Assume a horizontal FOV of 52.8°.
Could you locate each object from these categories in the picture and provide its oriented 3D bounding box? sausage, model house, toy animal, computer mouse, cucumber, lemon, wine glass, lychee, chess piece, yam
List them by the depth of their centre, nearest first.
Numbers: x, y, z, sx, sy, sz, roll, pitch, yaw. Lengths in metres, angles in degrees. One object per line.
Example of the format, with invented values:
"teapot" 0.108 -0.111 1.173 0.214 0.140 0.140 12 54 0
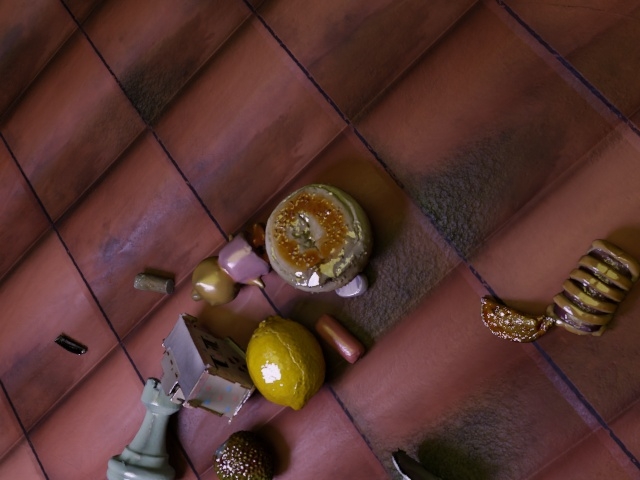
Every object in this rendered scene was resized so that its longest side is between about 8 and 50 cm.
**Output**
"wine glass" 0.154 0.697 1.564 0.190 0.190 0.357 38 95 23
"lemon" -0.091 0.318 1.703 0.204 0.204 0.260 -29 71 18
"sausage" 0.050 0.261 1.723 0.154 0.062 0.062 41 101 21
"computer mouse" 0.086 0.119 1.736 0.096 0.039 0.065 -15 78 30
"lychee" -0.202 0.603 1.750 0.171 0.171 0.171 -3 83 24
"model house" -0.296 0.373 1.793 0.169 0.244 0.326 -57 33 7
"toy animal" -0.248 0.084 1.817 0.281 0.169 0.195 -39 67 14
"chess piece" -0.487 0.557 1.874 0.195 0.194 0.298 10 79 25
"yam" -0.516 0.133 1.994 0.132 0.054 0.054 8 87 24
"cucumber" -0.823 0.348 2.116 0.135 0.033 0.034 24 135 23

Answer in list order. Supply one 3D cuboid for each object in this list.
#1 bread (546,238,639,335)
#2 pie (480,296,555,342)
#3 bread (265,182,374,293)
"bread" 0.625 0.114 1.474 0.134 0.081 0.225 32 99 23
"pie" 0.464 0.202 1.548 0.191 0.033 0.088 15 111 41
"bread" 0.000 0.000 1.714 0.306 0.159 0.305 -7 70 19
